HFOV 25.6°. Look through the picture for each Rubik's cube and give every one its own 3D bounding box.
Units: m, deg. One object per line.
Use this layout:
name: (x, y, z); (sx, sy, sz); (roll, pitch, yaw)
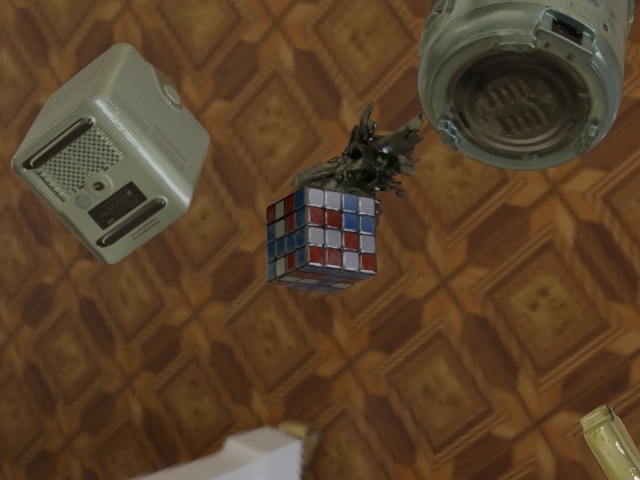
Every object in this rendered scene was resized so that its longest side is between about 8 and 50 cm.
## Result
Rubik's cube: (0.000, 0.000, 1.558); (0.092, 0.092, 0.092); (-26, 60, 54)

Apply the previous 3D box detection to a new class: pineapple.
pineapple: (0.036, -0.063, 2.104); (0.165, 0.165, 0.364); (51, 145, 21)

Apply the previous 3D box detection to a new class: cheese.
cheese: (0.437, 0.343, 1.939); (0.050, 0.127, 0.255); (-32, 64, 11)

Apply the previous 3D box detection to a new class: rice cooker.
rice cooker: (0.252, -0.249, 1.721); (0.264, 0.316, 0.316); (22, 122, -7)

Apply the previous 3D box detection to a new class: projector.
projector: (-0.241, -0.111, 1.673); (0.163, 0.242, 0.177); (-35, 111, 16)
